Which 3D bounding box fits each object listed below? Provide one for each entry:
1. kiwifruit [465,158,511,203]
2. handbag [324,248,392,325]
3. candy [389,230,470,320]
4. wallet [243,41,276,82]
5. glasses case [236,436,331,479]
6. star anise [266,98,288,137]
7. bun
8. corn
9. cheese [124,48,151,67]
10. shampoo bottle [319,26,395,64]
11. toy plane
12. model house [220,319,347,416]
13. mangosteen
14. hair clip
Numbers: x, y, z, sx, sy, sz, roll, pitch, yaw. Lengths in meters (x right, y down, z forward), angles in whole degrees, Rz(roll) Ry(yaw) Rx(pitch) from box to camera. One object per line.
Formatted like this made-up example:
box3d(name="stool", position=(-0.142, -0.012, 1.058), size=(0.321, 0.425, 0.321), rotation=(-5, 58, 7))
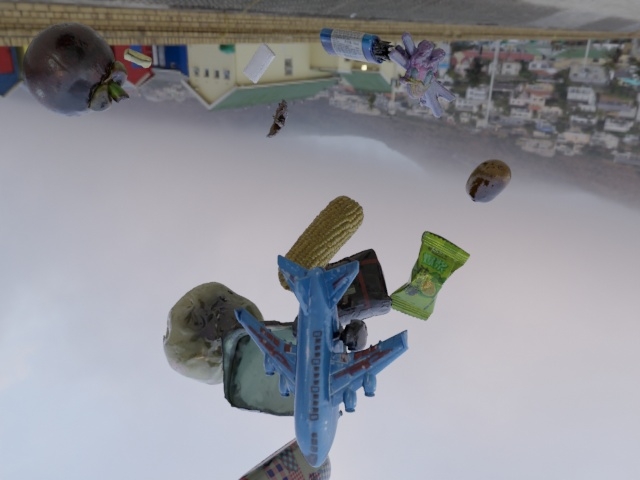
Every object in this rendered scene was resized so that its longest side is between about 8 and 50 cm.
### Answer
box3d(name="kiwifruit", position=(0.352, -0.124, 1.106), size=(0.075, 0.076, 0.124), rotation=(-2, 159, -9))
box3d(name="handbag", position=(0.068, 0.128, 1.382), size=(0.215, 0.155, 0.170), rotation=(-16, -117, -4))
box3d(name="candy", position=(0.302, 0.110, 1.485), size=(0.148, 0.247, 0.069), rotation=(27, -167, -6))
box3d(name="wallet", position=(-0.197, -0.569, 1.688), size=(0.061, 0.122, 0.025), rotation=(47, -145, 1))
box3d(name="glasses case", position=(-0.073, 0.518, 1.139), size=(0.076, 0.125, 0.327), rotation=(-30, 169, 26))
box3d(name="star anise", position=(-0.134, -0.391, 1.710), size=(0.042, 0.141, 0.141), rotation=(20, -163, -16))
box3d(name="bun", position=(-0.272, 0.241, 1.366), size=(0.272, 0.273, 0.168), rotation=(-10, 165, -27))
box3d(name="corn", position=(0.000, 0.000, 1.214), size=(0.106, 0.107, 0.293), rotation=(16, -133, 33))
box3d(name="cheese", position=(-0.567, -0.562, 1.632), size=(0.083, 0.030, 0.044), rotation=(15, 159, -36))
box3d(name="shampoo bottle", position=(0.088, -0.458, 1.244), size=(0.182, 0.050, 0.087), rotation=(23, 171, 32))
box3d(name="toy plane", position=(-0.003, 0.157, 0.684), size=(0.253, 0.272, 0.105), rotation=(3, -167, 31))
box3d(name="model house", position=(-0.030, 0.260, 1.128), size=(0.252, 0.185, 0.291), rotation=(-10, 169, 28))
box3d(name="mangosteen", position=(-0.571, -0.383, 1.227), size=(0.215, 0.216, 0.216), rotation=(1, -158, 0))
box3d(name="hair clip", position=(0.257, -0.398, 1.281), size=(0.090, 0.137, 0.278), rotation=(41, -175, 29))
